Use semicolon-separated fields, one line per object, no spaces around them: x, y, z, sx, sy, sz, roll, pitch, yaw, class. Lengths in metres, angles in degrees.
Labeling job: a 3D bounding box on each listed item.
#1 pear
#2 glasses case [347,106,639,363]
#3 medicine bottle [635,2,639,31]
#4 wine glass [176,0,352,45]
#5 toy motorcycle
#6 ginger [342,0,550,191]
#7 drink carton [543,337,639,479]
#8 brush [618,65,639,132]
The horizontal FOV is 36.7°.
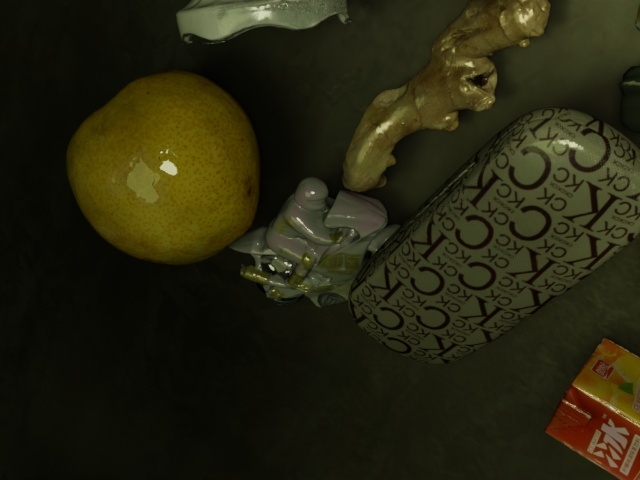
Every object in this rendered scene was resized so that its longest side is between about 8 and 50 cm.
-0.158;-0.072;1.026;0.209;0.209;0.208;17;121;30;pear
0.146;0.011;0.865;0.137;0.085;0.354;34;140;-8;glasses case
0.301;-0.334;0.619;0.108;0.108;0.426;22;124;27;medicine bottle
-0.062;-0.285;0.885;0.165;0.165;0.196;6;109;35;wine glass
0.000;0.000;1.018;0.225;0.073;0.152;-11;125;33;toy motorcycle
0.105;-0.129;0.894;0.089;0.075;0.288;47;128;7;ginger
0.324;0.188;0.863;0.223;0.096;0.071;33;128;20;drink carton
0.382;-0.104;0.712;0.323;0.051;0.070;8;109;37;brush
